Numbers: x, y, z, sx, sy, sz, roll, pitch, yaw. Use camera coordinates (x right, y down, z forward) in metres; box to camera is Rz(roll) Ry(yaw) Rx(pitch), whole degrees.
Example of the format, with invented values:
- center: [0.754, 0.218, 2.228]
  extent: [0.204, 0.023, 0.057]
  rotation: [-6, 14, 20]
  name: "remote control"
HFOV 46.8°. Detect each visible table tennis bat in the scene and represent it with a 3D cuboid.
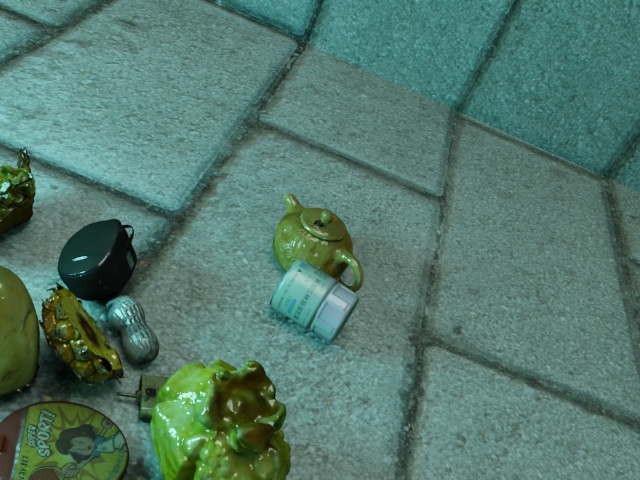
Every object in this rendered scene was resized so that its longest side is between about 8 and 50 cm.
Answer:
- center: [-0.472, 0.347, 1.217]
  extent: [0.310, 0.038, 0.200]
  rotation: [13, 36, -21]
  name: "table tennis bat"

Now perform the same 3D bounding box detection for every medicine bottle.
- center: [-0.012, 0.136, 1.669]
  extent: [0.168, 0.135, 0.135]
  rotation: [31, 36, 7]
  name: "medicine bottle"

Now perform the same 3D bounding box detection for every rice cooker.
- center: [-0.454, 0.038, 1.521]
  extent: [0.142, 0.118, 0.203]
  rotation: [-11, 31, 14]
  name: "rice cooker"

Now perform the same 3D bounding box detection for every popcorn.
- center: [-0.165, 0.330, 1.245]
  extent: [0.224, 0.257, 0.270]
  rotation: [-16, 15, -29]
  name: "popcorn"

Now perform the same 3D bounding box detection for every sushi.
- center: [-0.683, -0.087, 1.518]
  extent: [0.167, 0.179, 0.296]
  rotation: [31, 35, 18]
  name: "sushi"

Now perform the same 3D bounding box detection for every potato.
- center: [-0.610, 0.134, 1.255]
  extent: [0.285, 0.242, 0.242]
  rotation: [21, 36, 0]
  name: "potato"

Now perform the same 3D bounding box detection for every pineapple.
- center: [-0.442, 0.180, 1.341]
  extent: [0.076, 0.225, 0.225]
  rotation: [-36, 59, -7]
  name: "pineapple"

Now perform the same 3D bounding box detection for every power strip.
- center: [-0.250, 0.304, 1.397]
  extent: [0.268, 0.034, 0.092]
  rotation: [10, 38, -19]
  name: "power strip"

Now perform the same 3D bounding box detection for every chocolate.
- center: [-0.371, 0.173, 1.460]
  extent: [0.072, 0.072, 0.167]
  rotation: [-8, 47, -37]
  name: "chocolate"

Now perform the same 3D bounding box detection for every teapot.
- center: [0.000, 0.000, 1.817]
  extent: [0.203, 0.167, 0.311]
  rotation: [-16, 52, -43]
  name: "teapot"
